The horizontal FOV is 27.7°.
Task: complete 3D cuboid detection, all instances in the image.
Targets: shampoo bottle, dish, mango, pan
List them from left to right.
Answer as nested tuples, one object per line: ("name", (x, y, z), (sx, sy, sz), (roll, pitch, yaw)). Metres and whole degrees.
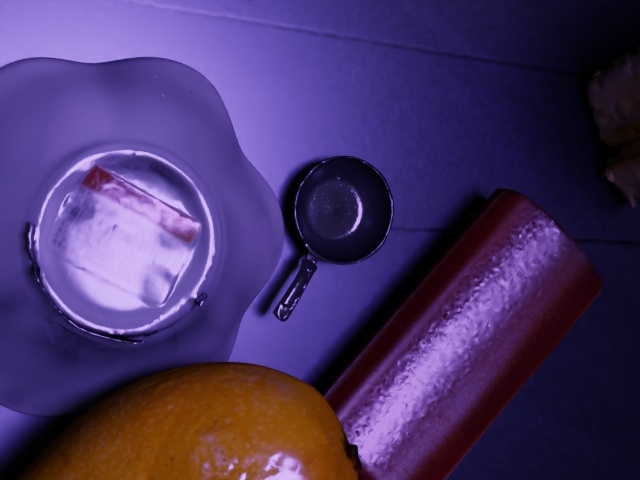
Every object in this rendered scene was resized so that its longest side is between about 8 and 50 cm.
("dish", (-0.117, -0.001, 0.738), (0.229, 0.081, 0.229), (-1, 92, -22))
("mango", (-0.101, 0.162, 0.712), (0.262, 0.109, 0.157), (-24, 78, 0))
("pan", (0.000, 0.000, 0.815), (0.068, 0.023, 0.115), (38, 76, -19))
("shampoo bottle", (0.067, 0.093, 0.824), (0.102, 0.064, 0.260), (46, 76, -18))

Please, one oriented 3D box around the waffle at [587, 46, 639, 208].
("waffle", (0.379, -0.141, 0.817), (0.376, 0.261, 0.114), (-25, 94, -13))
